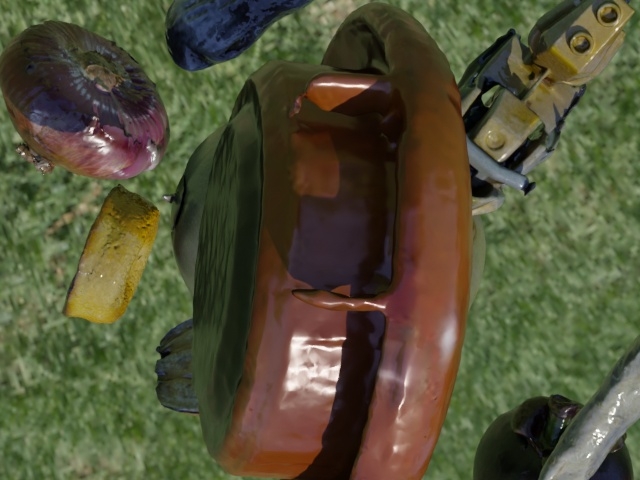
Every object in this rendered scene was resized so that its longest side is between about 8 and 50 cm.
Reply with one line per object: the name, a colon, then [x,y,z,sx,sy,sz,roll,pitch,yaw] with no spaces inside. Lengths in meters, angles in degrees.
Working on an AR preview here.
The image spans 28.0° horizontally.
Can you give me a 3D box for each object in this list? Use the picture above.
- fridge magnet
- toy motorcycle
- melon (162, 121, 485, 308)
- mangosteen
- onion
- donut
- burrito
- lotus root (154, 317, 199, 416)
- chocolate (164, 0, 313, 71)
fridge magnet: [0.003,0.021,0.860,0.155,0.363,0.363,6,136,-13]
toy motorcycle: [0.145,-0.096,0.933,0.229,0.094,0.130,-47,-176,22]
melon: [0.000,0.000,1.302,0.330,0.268,0.268,21,129,-9]
mangosteen: [0.322,0.307,1.768,0.228,0.228,0.265,-17,137,-15]
onion: [-0.296,-0.150,1.559,0.230,0.230,0.163,12,124,-42]
donut: [-0.205,0.017,1.272,0.058,0.152,0.152,21,131,-2]
burrito: [0.319,0.182,1.395,0.082,0.059,0.275,-8,134,-55]
lotus root: [-0.052,0.161,1.683,0.329,0.167,0.078,-5,146,15]
chocolate: [-0.087,-0.294,1.548,0.248,0.110,0.110,-29,146,17]
